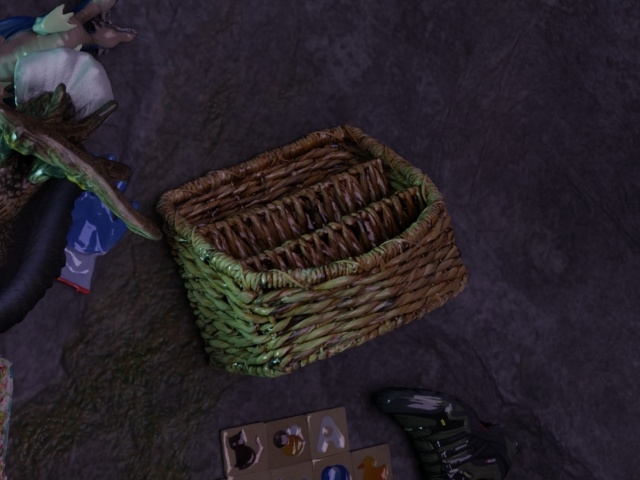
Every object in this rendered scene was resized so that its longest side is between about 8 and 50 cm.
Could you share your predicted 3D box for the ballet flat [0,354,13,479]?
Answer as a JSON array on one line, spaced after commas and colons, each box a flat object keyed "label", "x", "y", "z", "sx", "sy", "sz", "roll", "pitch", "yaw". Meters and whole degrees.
[{"label": "ballet flat", "x": -0.359, "y": 0.224, "z": 1.288, "sx": 0.077, "sy": 0.091, "sz": 0.241, "roll": 26, "pitch": 53, "yaw": -52}]

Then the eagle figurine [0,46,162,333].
[{"label": "eagle figurine", "x": -0.329, "y": -0.040, "z": 1.253, "sx": 0.225, "sy": 0.298, "sz": 0.226, "roll": -11, "pitch": 77, "yaw": -46}]

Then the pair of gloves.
[{"label": "pair of gloves", "x": -0.297, "y": -0.040, "z": 1.391, "sx": 0.198, "sy": 0.023, "sz": 0.159, "roll": 25, "pitch": 76, "yaw": -28}]

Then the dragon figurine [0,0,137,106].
[{"label": "dragon figurine", "x": -0.320, "y": -0.193, "z": 1.346, "sx": 0.289, "sy": 0.144, "sz": 0.085, "roll": -25, "pitch": 103, "yaw": -9}]

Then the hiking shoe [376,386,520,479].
[{"label": "hiking shoe", "x": 0.156, "y": 0.262, "z": 1.605, "sx": 0.227, "sy": 0.086, "sz": 0.114, "roll": 30, "pitch": 71, "yaw": -27}]

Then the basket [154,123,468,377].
[{"label": "basket", "x": 0.000, "y": 0.000, "z": 1.451, "sx": 0.299, "sy": 0.213, "sz": 0.223, "roll": -22, "pitch": 100, "yaw": -29}]

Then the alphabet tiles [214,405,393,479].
[{"label": "alphabet tiles", "x": -0.026, "y": 0.382, "z": 1.540, "sx": 0.285, "sy": 0.011, "sz": 0.343, "roll": -7, "pitch": 92, "yaw": -30}]
